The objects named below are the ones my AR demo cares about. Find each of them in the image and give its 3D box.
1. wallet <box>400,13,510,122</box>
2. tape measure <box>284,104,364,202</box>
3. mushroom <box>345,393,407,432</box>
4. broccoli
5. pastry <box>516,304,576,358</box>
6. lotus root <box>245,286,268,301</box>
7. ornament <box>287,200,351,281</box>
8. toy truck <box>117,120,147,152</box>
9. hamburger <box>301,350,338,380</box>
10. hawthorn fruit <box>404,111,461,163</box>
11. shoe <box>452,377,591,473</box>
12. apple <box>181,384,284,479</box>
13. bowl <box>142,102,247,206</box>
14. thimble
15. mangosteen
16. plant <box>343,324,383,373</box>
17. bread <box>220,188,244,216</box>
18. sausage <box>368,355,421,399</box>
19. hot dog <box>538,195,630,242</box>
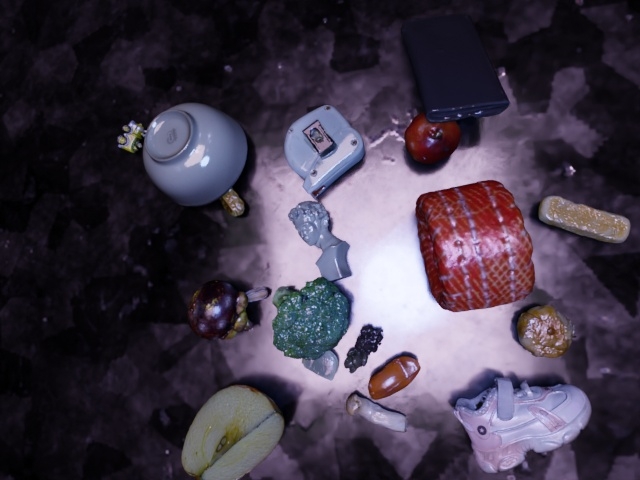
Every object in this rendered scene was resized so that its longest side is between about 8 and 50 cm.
[{"bbox_3d":[0.385,-0.522,1.200,0.229,0.062,0.405,-6,62,1],"label":"wallet"},{"bbox_3d":[0.002,-0.291,1.296,0.243,0.125,0.246,-40,81,4],"label":"tape measure"},{"bbox_3d":[0.175,0.536,1.243,0.202,0.054,0.059,22,88,6],"label":"mushroom"},{"bbox_3d":[-0.045,0.222,1.222,0.270,0.270,0.269,29,91,41],"label":"broccoli"},{"bbox_3d":[0.647,0.263,1.167,0.154,0.081,0.153,1,93,17],"label":"pastry"},{"bbox_3d":[-0.210,0.178,1.345,0.083,0.030,0.037,-16,114,11],"label":"lotus root"},{"bbox_3d":[0.011,0.000,1.281,0.120,0.130,0.285,-33,89,23],"label":"ornament"},{"bbox_3d":[-0.669,-0.370,1.448,0.077,0.076,0.111,28,93,-13],"label":"toy truck"},{"bbox_3d":[0.002,0.379,1.283,0.121,0.054,0.084,20,91,18],"label":"hamburger"},{"bbox_3d":[0.338,-0.314,1.209,0.169,0.188,0.168,0,91,0],"label":"hawthorn fruit"},{"bbox_3d":[0.550,0.476,1.121,0.351,0.172,0.198,-33,78,4],"label":"shoe"},{"bbox_3d":[-0.261,0.595,1.248,0.346,0.179,0.254,-43,93,3],"label":"apple"},{"bbox_3d":[-0.437,-0.302,1.311,0.354,0.185,0.353,-4,76,17],"label":"bowl"},{"bbox_3d":[0.402,0.016,1.102,0.231,0.350,0.349,-12,84,8],"label":"thimble"},{"bbox_3d":[-0.311,0.230,1.295,0.217,0.192,0.192,22,90,-22],"label":"mangosteen"},{"bbox_3d":[0.130,0.340,1.254,0.085,0.087,0.174,32,96,-14],"label":"plant"},{"bbox_3d":[-0.301,-0.131,1.370,0.066,0.060,0.110,-40,83,18],"label":"bread"},{"bbox_3d":[0.222,0.416,1.231,0.179,0.089,0.089,-33,81,2],"label":"sausage"},{"bbox_3d":[0.757,-0.060,1.176,0.243,0.073,0.084,18,87,10],"label":"hot dog"}]
